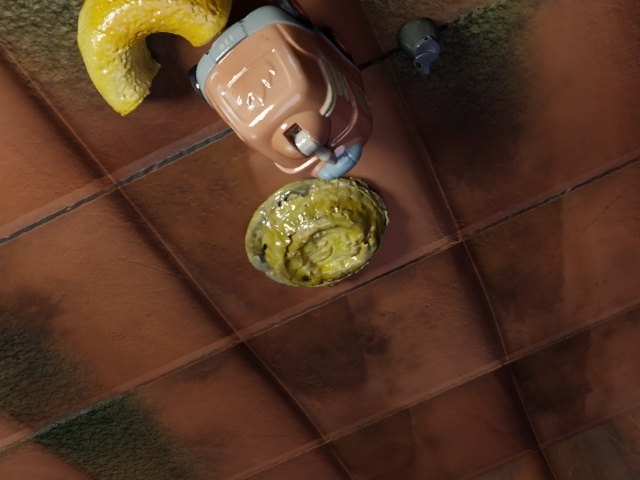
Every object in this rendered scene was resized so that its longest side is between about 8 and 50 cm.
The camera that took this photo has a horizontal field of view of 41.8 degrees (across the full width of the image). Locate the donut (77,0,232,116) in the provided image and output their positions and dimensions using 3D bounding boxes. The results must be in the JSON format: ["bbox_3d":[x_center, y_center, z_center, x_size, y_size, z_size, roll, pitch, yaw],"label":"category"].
[{"bbox_3d":[-0.259,-0.301,1.187,0.259,0.101,0.152,-37,128,23],"label":"donut"}]

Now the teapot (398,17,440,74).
[{"bbox_3d":[0.162,-0.306,1.343,0.066,0.057,0.088,-10,135,-8],"label":"teapot"}]

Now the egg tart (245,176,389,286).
[{"bbox_3d":[0.000,0.000,1.561,0.279,0.095,0.279,-9,134,-9],"label":"egg tart"}]

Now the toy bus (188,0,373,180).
[{"bbox_3d":[-0.035,-0.204,1.232,0.194,0.232,0.288,-39,151,16],"label":"toy bus"}]
